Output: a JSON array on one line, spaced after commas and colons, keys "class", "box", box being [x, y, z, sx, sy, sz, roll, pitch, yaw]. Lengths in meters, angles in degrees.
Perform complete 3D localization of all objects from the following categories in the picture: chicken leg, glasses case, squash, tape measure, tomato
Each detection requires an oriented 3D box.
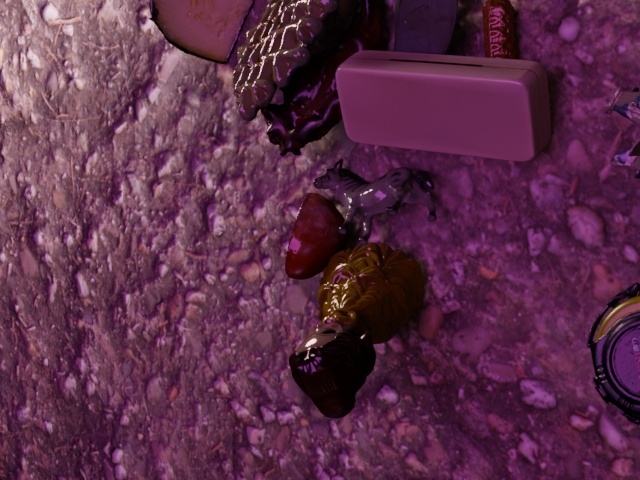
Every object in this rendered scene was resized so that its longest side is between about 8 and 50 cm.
[{"class": "chicken leg", "box": [0.037, -0.316, 1.860, 0.158, 0.096, 0.407, 35, 107, 22]}, {"class": "glasses case", "box": [0.187, -0.213, 1.696, 0.336, 0.076, 0.144, 11, 128, 32]}, {"class": "squash", "box": [-0.231, -0.457, 2.077, 0.085, 0.184, 0.192, -104, 38, -64]}, {"class": "tape measure", "box": [0.471, 0.155, 1.509, 0.186, 0.112, 0.199, -19, 75, 32]}, {"class": "tomato", "box": [0.000, 0.000, 1.889, 0.091, 0.139, 0.159, 16, 61, 12]}]

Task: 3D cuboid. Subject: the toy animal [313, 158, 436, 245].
[{"class": "toy animal", "box": [0.093, -0.080, 1.835, 0.217, 0.073, 0.176, -17, 46, 25]}]

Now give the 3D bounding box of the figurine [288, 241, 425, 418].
[{"class": "figurine", "box": [0.039, 0.137, 1.715, 0.187, 0.315, 0.168, 5, 113, 18]}]

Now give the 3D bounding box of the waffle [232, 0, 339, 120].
[{"class": "waffle", "box": [-0.059, -0.364, 1.868, 0.292, 0.056, 0.309, -47, 25, 32]}]

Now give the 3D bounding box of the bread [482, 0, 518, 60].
[{"class": "bread", "box": [0.280, -0.299, 1.688, 0.052, 0.044, 0.157, -6, 89, 35]}]

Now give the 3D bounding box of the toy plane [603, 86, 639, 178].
[{"class": "toy plane", "box": [0.503, -0.194, 1.486, 0.192, 0.088, 0.262, 37, 105, 27]}]

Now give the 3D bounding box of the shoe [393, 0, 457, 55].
[{"class": "shoe", "box": [0.166, -0.332, 1.755, 0.103, 0.100, 0.251, 17, 126, 10]}]
